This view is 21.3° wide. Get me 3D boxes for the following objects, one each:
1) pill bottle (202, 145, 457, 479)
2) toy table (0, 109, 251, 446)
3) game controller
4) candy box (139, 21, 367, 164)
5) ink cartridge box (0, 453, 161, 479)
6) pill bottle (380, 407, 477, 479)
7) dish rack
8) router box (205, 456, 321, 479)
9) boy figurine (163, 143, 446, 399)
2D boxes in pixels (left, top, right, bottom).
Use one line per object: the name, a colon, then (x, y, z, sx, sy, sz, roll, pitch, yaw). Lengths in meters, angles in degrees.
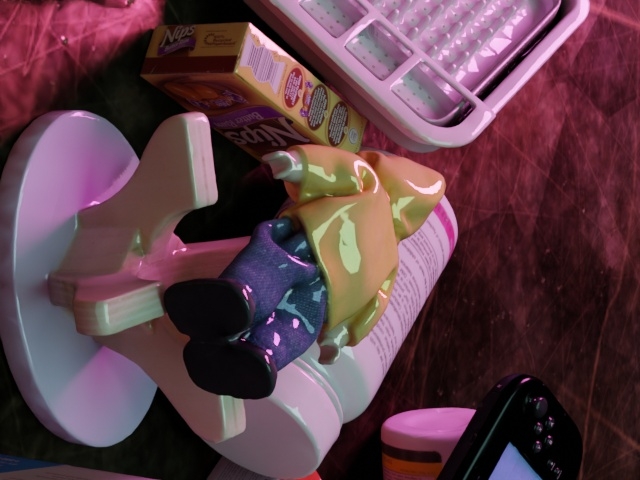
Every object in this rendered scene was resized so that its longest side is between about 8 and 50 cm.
pill bottle: (-0.001, 0.063, 1.520, 0.283, 0.160, 0.160, -59, 134, -36)
toy table: (-0.139, 0.032, 1.347, 0.252, 0.161, 0.274, -35, 118, -46)
game controller: (0.152, 0.288, 1.641, 0.166, 0.067, 0.319, 45, 67, -33)
candy box: (-0.055, -0.124, 1.487, 0.186, 0.109, 0.053, 33, 67, -48)
ink cartridge box: (-0.275, 0.245, 1.129, 0.307, 0.223, 0.129, -13, 103, -51)
pill bottle: (0.125, 0.284, 1.739, 0.119, 0.119, 0.208, -13, 102, -52)
dish rack: (0.080, -0.233, 1.602, 0.285, 0.072, 0.333, 43, 49, 2)
router box: (-0.068, 0.399, 1.524, 0.335, 0.082, 0.301, -55, 132, -35)
boy figurine: (0.000, 0.000, 1.324, 0.285, 0.092, 0.177, -44, 124, -44)
